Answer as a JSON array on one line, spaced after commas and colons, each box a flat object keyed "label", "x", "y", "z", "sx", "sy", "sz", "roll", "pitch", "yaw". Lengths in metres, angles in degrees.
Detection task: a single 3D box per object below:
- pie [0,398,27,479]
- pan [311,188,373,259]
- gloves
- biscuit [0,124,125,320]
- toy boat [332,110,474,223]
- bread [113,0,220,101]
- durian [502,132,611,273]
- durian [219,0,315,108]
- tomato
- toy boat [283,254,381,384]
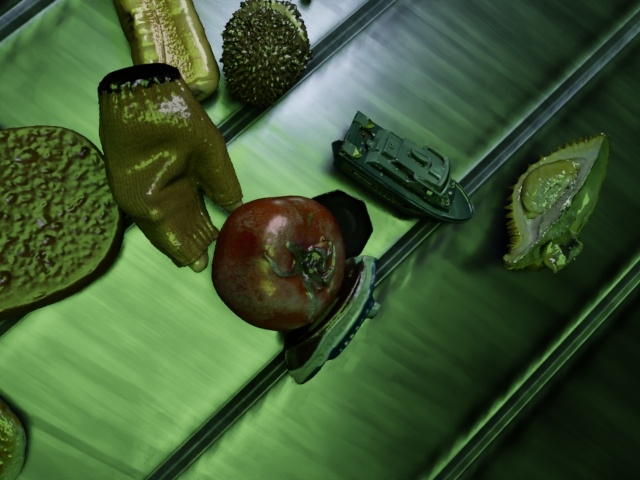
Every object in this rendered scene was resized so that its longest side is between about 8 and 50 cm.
[{"label": "pie", "x": -0.600, "y": 0.344, "z": 1.007, "sx": 0.241, "sy": 0.054, "sz": 0.240, "roll": 1, "pitch": 85, "yaw": -12}, {"label": "pan", "x": -0.006, "y": -0.015, "z": 1.145, "sx": 0.202, "sy": 0.048, "sz": 0.128, "roll": -17, "pitch": 92, "yaw": 6}, {"label": "gloves", "x": -0.248, "y": -0.113, "z": 1.030, "sx": 0.203, "sy": 0.155, "sz": 0.356, "roll": -25, "pitch": 106, "yaw": -29}, {"label": "biscuit", "x": -0.531, "y": -0.045, "z": 1.032, "sx": 0.395, "sy": 0.070, "sz": 0.350, "roll": -14, "pitch": 86, "yaw": -11}, {"label": "toy boat", "x": 0.165, "y": -0.120, "z": 1.147, "sx": 0.296, "sy": 0.122, "sz": 0.114, "roll": 30, "pitch": 59, "yaw": -11}, {"label": "bread", "x": -0.279, "y": -0.383, "z": 1.085, "sx": 0.142, "sy": 0.091, "sz": 0.305, "roll": -18, "pitch": 91, "yaw": -19}, {"label": "durian", "x": 0.444, "y": -0.050, "z": 1.175, "sx": 0.172, "sy": 0.166, "sz": 0.306, "roll": 42, "pitch": 81, "yaw": -9}, {"label": "durian", "x": -0.101, "y": -0.323, "z": 1.087, "sx": 0.167, "sy": 0.196, "sz": 0.196, "roll": 27, "pitch": 82, "yaw": 12}, {"label": "tomato", "x": -0.076, "y": 0.037, "z": 1.029, "sx": 0.232, "sy": 0.189, "sz": 0.231, "roll": 0, "pitch": 90, "yaw": -34}, {"label": "toy boat", "x": 0.029, "y": 0.145, "z": 1.120, "sx": 0.262, "sy": 0.114, "sz": 0.115, "roll": -49, "pitch": 130, "yaw": -9}]
